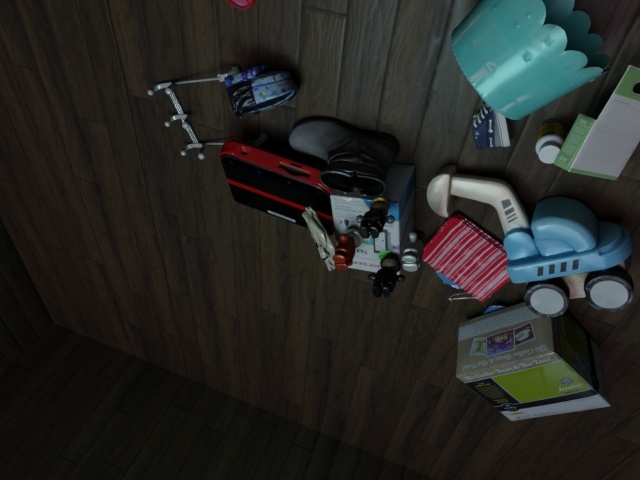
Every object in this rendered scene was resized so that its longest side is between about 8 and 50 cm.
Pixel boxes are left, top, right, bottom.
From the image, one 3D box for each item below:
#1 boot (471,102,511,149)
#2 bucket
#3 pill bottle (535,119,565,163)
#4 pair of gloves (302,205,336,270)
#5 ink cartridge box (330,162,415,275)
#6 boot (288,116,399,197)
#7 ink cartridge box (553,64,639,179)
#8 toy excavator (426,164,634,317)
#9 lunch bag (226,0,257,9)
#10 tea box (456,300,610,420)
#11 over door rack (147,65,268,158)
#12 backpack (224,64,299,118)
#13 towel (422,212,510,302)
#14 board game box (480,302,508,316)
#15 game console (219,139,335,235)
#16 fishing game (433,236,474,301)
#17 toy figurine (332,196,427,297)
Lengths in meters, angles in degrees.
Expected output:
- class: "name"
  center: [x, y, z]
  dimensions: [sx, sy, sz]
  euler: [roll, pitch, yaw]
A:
- class: "boot"
  center: [0.407, -0.305, 1.182]
  dimensions: [0.086, 0.069, 0.190]
  euler: [-5, 128, 27]
- class: "bucket"
  center: [0.410, -0.393, 0.965]
  dimensions: [0.281, 0.281, 0.183]
  euler: [42, 136, -13]
- class: "pill bottle"
  center: [0.544, -0.232, 1.145]
  dimensions: [0.065, 0.116, 0.065]
  euler: [14, 134, 15]
- class: "pair of gloves"
  center: [0.000, 0.000, 1.429]
  dimensions: [0.204, 0.042, 0.240]
  euler: [61, 174, 0]
- class: "ink cartridge box"
  center: [0.164, -0.067, 1.432]
  dimensions: [0.198, 0.197, 0.270]
  euler: [8, 133, 21]
- class: "boot"
  center: [0.037, -0.231, 1.330]
  dimensions: [0.338, 0.222, 0.118]
  euler: [10, 134, 19]
- class: "ink cartridge box"
  center: [0.643, -0.254, 1.062]
  dimensions: [0.171, 0.056, 0.235]
  euler: [4, 119, -26]
- class: "toy excavator"
  center: [0.554, -0.036, 1.289]
  dimensions: [0.433, 0.222, 0.445]
  euler: [-15, 107, 37]
- class: "lunch bag"
  center: [-0.234, -0.698, 1.128]
  dimensions: [0.293, 0.120, 0.258]
  euler: [36, 140, -5]
- class: "tea box"
  center: [0.666, 0.386, 1.545]
  dimensions: [0.323, 0.220, 0.329]
  euler: [40, 134, -23]
- class: "over door rack"
  center: [-0.356, -0.379, 1.481]
  dimensions: [0.324, 0.108, 0.239]
  euler: [0, 130, 27]
- class: "backpack"
  center: [-0.152, -0.415, 1.315]
  dimensions: [0.173, 0.158, 0.117]
  euler: [-13, 105, 20]
- class: "towel"
  center: [0.454, 0.058, 1.477]
  dimensions: [0.275, 0.031, 0.199]
  euler: [35, 125, -4]
- class: "board game box"
  center: [0.605, 0.262, 1.628]
  dimensions: [0.133, 0.033, 0.168]
  euler: [21, 138, 0]
- class: "game console"
  center: [-0.124, -0.158, 1.538]
  dimensions: [0.387, 0.060, 0.342]
  euler: [21, 159, 9]
- class: "fishing game"
  center: [0.461, 0.078, 1.530]
  dimensions: [0.189, 0.041, 0.264]
  euler: [-11, 118, 25]
- class: "toy figurine"
  center: [0.160, 0.018, 1.274]
  dimensions: [0.213, 0.148, 0.209]
  euler: [35, 129, -3]
